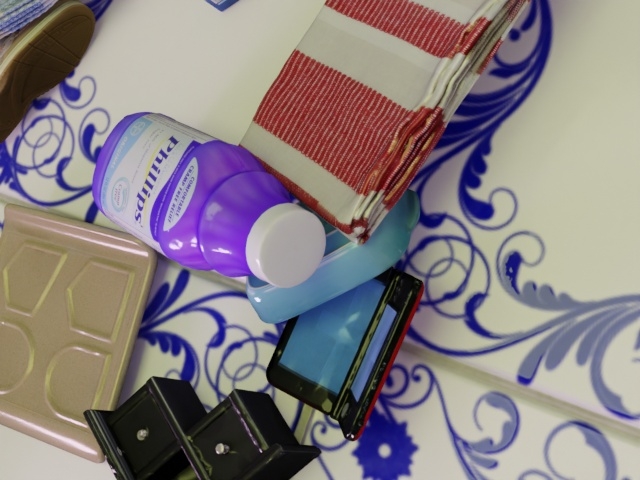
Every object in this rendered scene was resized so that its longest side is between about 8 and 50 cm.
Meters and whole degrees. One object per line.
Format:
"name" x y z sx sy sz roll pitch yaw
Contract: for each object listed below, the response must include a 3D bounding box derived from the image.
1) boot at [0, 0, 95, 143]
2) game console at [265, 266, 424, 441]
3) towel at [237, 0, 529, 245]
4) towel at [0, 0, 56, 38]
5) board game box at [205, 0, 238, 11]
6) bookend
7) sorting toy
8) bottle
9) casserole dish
"boot" -0.359 -0.222 1.175 0.213 0.077 0.165 -45 60 13
"game console" 0.017 0.081 0.897 0.085 0.124 0.144 23 91 -4
"towel" 0.059 -0.179 0.911 0.329 0.037 0.237 -57 37 4
"towel" -0.312 -0.318 1.143 0.285 0.034 0.209 -32 52 3
"board game box" -0.048 -0.340 1.054 0.201 0.035 0.136 -28 67 20
"bookend" -0.109 0.175 0.952 0.157 0.072 0.156 -41 63 14
"sorting toy" -0.310 0.082 1.104 0.307 0.041 0.229 13 90 30
"bottle" -0.104 -0.034 0.940 0.283 0.092 0.118 28 96 49
"casserole dish" 0.000 0.000 0.922 0.188 0.037 0.114 -27 41 26
